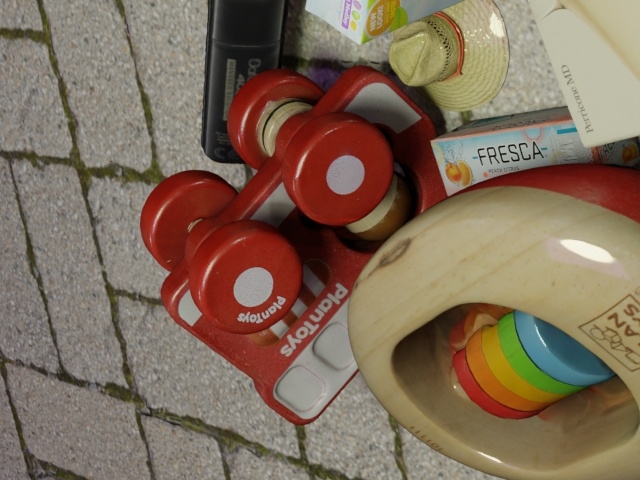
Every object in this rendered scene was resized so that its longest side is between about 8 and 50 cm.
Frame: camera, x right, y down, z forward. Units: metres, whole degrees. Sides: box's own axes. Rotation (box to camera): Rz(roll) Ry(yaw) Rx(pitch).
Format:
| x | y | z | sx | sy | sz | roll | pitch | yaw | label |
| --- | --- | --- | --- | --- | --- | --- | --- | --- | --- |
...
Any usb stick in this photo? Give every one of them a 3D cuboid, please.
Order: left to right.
| x | y | z | sx | sy | sz | roll | pitch | yaw | label |
| --- | --- | --- | --- | --- | --- | --- | --- | --- | --- |
| -0.077 | -0.169 | 1.570 | 0.278 | 0.077 | 0.045 | 100 | 169 | -56 | usb stick |

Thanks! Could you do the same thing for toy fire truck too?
| x | y | z | sx | sy | sz | roll | pitch | yaw | label |
| --- | --- | --- | --- | --- | --- | --- | --- | --- | --- |
| 0.000 | 0.000 | 1.472 | 0.254 | 0.302 | 0.169 | 41 | 180 | -34 | toy fire truck |

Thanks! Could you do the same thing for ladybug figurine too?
| x | y | z | sx | sy | sz | roll | pitch | yaw | label |
| --- | --- | --- | --- | --- | --- | --- | --- | --- | --- |
| 0.196 | 0.063 | 1.315 | 0.305 | 0.162 | 0.449 | 40 | 151 | -9 | ladybug figurine |

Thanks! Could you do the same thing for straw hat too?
| x | y | z | sx | sy | sz | roll | pitch | yaw | label |
| --- | --- | --- | --- | --- | --- | --- | --- | --- | --- |
| 0.096 | -0.169 | 1.419 | 0.144 | 0.061 | 0.144 | 27 | 130 | 38 | straw hat |

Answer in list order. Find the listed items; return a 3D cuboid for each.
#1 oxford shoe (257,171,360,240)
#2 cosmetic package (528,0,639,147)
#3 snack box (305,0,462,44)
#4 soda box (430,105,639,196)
| x | y | z | sx | sy | sz | roll | pitch | yaw | label |
| --- | --- | --- | --- | --- | --- | --- | --- | --- | --- |
| -0.017 | -0.023 | 1.629 | 0.098 | 0.097 | 0.271 | 44 | 135 | 50 | oxford shoe |
| 0.305 | -0.181 | 1.128 | 0.309 | 0.113 | 0.160 | -16 | 99 | 51 | cosmetic package |
| 0.091 | -0.268 | 1.247 | 0.070 | 0.207 | 0.174 | 37 | 136 | 30 | snack box |
| 0.184 | -0.078 | 1.367 | 0.183 | 0.063 | 0.058 | -4 | 108 | 49 | soda box |
